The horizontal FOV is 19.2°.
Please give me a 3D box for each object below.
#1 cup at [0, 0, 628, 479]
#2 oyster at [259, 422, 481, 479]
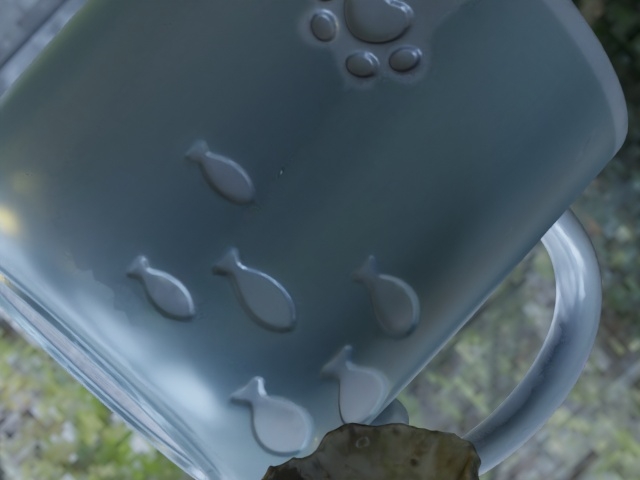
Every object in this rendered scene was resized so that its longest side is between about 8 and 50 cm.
[{"bbox_3d":[0.000,0.000,0.987,0.356,0.274,0.259,49,167,-27],"label":"cup"},{"bbox_3d":[0.025,0.191,0.725,0.166,0.110,0.341,3,-147,-20],"label":"oyster"}]
